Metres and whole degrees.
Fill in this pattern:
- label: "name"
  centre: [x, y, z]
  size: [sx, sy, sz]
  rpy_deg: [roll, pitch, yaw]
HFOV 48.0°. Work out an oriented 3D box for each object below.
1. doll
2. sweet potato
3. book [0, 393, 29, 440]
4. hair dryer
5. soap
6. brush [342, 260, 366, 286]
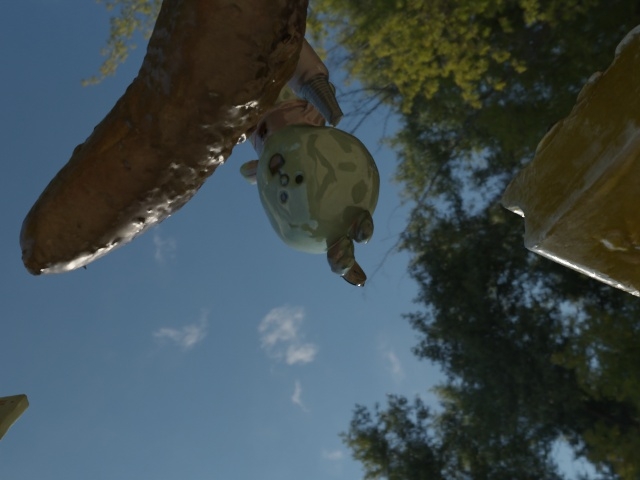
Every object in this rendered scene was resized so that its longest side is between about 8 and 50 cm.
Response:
- label: "doll"
  centre: [-0.015, -0.084, 0.782]
  size: [0.113, 0.155, 0.275]
  rpy_deg: [4, -137, -54]
- label: "sweet potato"
  centre: [-0.072, -0.117, 0.466]
  size: [0.114, 0.092, 0.341]
  rpy_deg: [21, -75, -46]
- label: "book"
  centre: [-0.428, 0.243, 0.747]
  size: [0.232, 0.162, 0.022]
  rpy_deg: [-76, -26, -66]
- label: "hair dryer"
  centre: [-0.025, -0.190, 0.639]
  size: [0.220, 0.053, 0.195]
  rpy_deg: [47, -146, 16]
- label: "soap"
  centre: [0.453, -0.073, 0.920]
  size: [0.335, 0.293, 0.156]
  rpy_deg: [21, -145, -22]
- label: "brush"
  centre: [0.000, 0.000, 1.415]
  size: [0.070, 0.065, 0.327]
  rpy_deg: [22, -159, -36]
